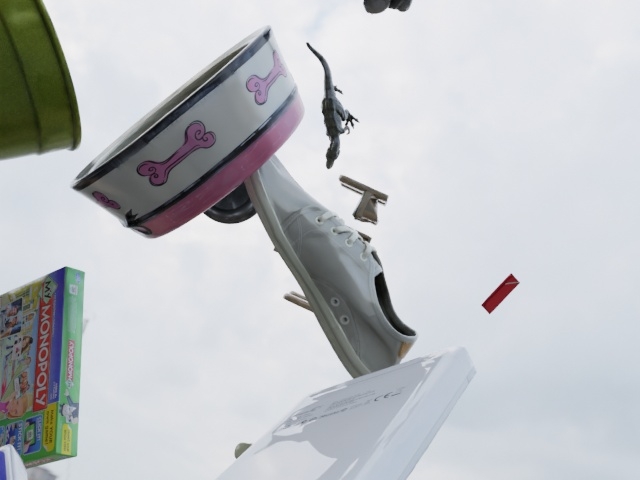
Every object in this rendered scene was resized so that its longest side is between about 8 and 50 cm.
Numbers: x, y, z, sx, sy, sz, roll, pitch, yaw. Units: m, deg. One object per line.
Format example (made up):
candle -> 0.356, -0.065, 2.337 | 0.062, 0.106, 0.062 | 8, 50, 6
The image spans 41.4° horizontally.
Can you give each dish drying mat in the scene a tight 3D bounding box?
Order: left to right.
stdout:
dish drying mat -> 0.339, 0.100, 1.592 | 0.032, 0.083, 0.008 | 44, -1, -32

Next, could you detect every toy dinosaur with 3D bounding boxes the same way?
toy dinosaur -> 0.027, -0.290, 1.820 | 0.064, 0.268, 0.118 | -10, 3, 23

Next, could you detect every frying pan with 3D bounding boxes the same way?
frying pan -> -0.291, -0.130, 2.115 | 0.326, 0.197, 0.053 | -8, -1, 3

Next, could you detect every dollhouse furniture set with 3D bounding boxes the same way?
dollhouse furniture set -> 0.000, 0.000, 2.397 | 0.257, 0.362, 0.394 | 25, 0, 4

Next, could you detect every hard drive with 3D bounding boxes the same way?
hard drive -> 0.002, 0.216, 0.840 | 0.233, 0.353, 0.047 | -23, -87, 29

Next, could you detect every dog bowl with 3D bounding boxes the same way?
dog bowl -> -0.200, -0.165, 1.375 | 0.408, 0.408, 0.150 | -19, -65, 50

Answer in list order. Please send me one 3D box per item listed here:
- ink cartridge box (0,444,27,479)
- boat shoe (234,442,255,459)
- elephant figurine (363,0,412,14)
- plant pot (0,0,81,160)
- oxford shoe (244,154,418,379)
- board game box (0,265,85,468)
ink cartridge box -> -0.470, 0.411, 0.948 | 0.304, 0.307, 0.072 | -23, -52, -8
boat shoe -> -0.105, 0.395, 1.541 | 0.043, 0.049, 0.137 | 27, -19, -32
elephant figurine -> 0.095, -0.543, 1.603 | 0.186, 0.239, 0.169 | -10, -51, -13
plant pot -> -0.663, -0.280, 1.495 | 0.366, 0.353, 0.366 | 44, -34, 40
oxford shoe -> 0.013, 0.016, 1.353 | 0.130, 0.449, 0.169 | -32, -5, 14
board game box -> -0.490, 0.223, 1.436 | 0.214, 0.317, 0.046 | -21, -30, 31
